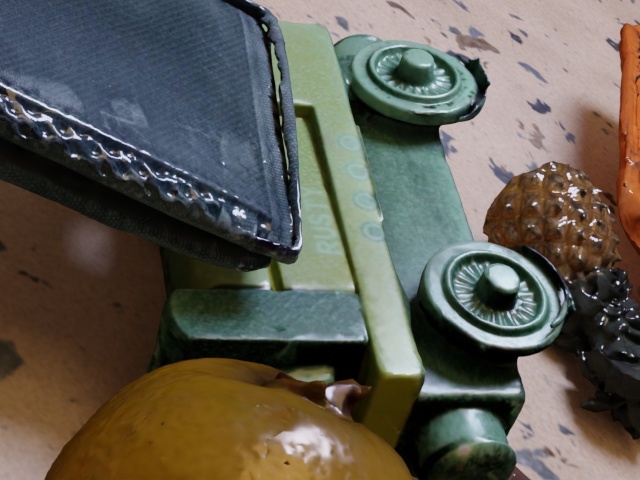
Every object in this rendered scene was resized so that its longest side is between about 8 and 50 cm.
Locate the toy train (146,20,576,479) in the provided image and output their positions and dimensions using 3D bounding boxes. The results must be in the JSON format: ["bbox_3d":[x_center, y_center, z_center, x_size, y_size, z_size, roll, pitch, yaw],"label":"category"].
[{"bbox_3d":[0.000,0.000,1.029,0.253,0.160,0.397,4,44,-17],"label":"toy train"}]

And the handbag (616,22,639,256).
[{"bbox_3d":[0.390,-0.040,1.493,0.303,0.116,0.410,56,25,-22],"label":"handbag"}]

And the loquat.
[{"bbox_3d":[-0.045,0.154,0.766,0.208,0.208,0.208,28,34,-20],"label":"loquat"}]

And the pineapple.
[{"bbox_3d":[0.223,0.055,1.284,0.119,0.111,0.237,-20,68,-22],"label":"pineapple"}]

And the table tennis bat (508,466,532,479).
[{"bbox_3d":[0.091,0.155,1.101,0.107,0.119,0.170,-26,48,-20],"label":"table tennis bat"}]

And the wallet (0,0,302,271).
[{"bbox_3d":[-0.167,-0.123,0.889,0.342,0.075,0.237,24,41,-30],"label":"wallet"}]
